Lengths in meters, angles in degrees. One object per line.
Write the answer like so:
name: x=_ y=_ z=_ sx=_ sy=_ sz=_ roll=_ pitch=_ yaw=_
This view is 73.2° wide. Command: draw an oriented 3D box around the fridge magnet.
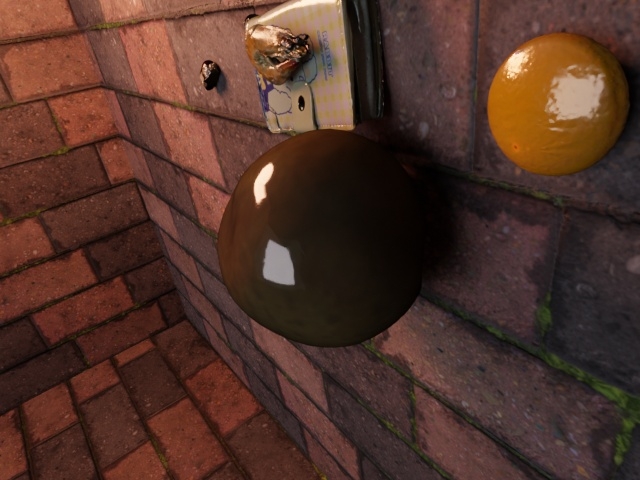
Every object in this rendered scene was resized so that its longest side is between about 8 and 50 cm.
fridge magnet: x=0.239 y=-0.136 z=0.443 sx=0.143 sy=0.063 sz=0.142 roll=39 pitch=142 yaw=39

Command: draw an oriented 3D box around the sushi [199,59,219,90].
sushi: x=-0.286 y=-0.416 z=1.078 sx=0.045 sy=0.044 sz=0.083 roll=60 pitch=149 yaw=3

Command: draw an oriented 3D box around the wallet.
wallet: x=-0.023 y=-0.293 z=0.725 sx=0.310 sy=0.077 sz=0.223 roll=20 pitch=127 yaw=54

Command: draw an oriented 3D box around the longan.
longan: x=0.000 y=0.000 z=0.692 sx=0.361 sy=0.361 sz=0.360 roll=39 pitch=143 yaw=37

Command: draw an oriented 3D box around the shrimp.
shrimp: x=-0.068 y=-0.301 z=0.694 sx=0.190 sy=0.042 sz=0.101 roll=25 pitch=148 yaw=52
